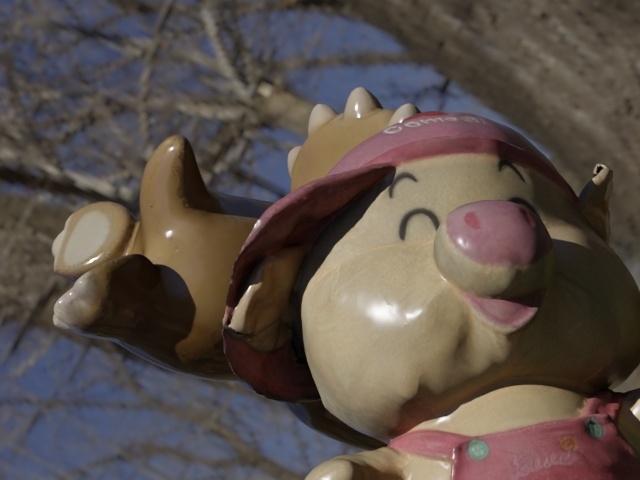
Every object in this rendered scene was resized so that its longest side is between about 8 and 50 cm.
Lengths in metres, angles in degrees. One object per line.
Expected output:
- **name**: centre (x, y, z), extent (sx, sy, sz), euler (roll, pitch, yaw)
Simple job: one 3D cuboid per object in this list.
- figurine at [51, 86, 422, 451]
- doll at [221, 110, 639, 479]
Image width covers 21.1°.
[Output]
- **figurine**: centre (0.002, 0.000, 0.912), extent (0.173, 0.247, 0.177), euler (-61, 15, 10)
- **doll**: centre (0.068, 0.057, 0.728), extent (0.196, 0.255, 0.152), euler (6, -37, -35)
